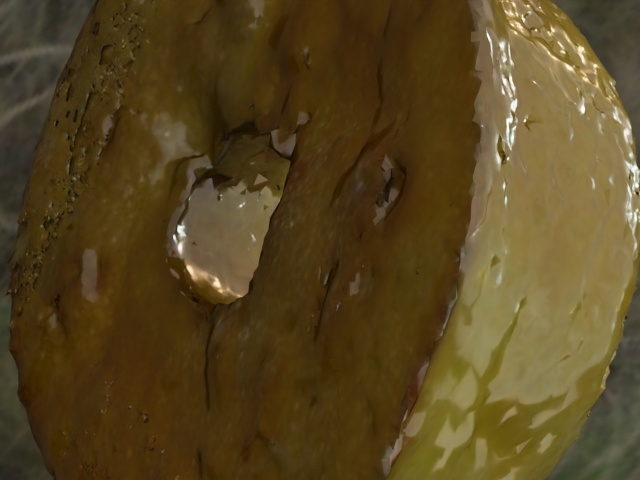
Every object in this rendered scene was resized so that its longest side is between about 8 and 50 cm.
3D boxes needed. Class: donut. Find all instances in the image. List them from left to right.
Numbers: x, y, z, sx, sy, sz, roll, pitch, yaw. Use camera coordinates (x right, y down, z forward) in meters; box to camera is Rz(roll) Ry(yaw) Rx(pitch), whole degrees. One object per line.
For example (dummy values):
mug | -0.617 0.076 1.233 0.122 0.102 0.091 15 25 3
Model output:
donut | -0.001 -0.001 0.659 0.108 0.277 0.278 11 55 -37
